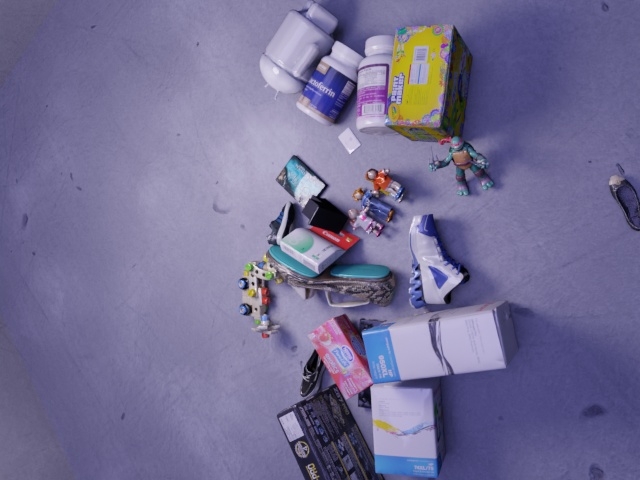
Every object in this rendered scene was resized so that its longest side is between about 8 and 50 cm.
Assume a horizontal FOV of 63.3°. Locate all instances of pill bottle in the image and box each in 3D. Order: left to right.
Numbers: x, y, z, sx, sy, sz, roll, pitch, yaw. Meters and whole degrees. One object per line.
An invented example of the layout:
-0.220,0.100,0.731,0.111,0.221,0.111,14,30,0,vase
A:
0.040,-0.555,1.842,0.153,0.153,0.264,38,106,23,pill bottle
0.208,-0.517,1.745,0.169,0.169,0.301,3,90,28,pill bottle

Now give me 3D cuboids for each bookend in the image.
-0.011,-0.104,1.839,0.156,0.157,0.072,42,109,42,bookend

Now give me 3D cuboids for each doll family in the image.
0.192,-0.148,1.798,0.163,0.118,0.263,36,124,17,doll family

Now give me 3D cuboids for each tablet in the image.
0.105,-0.363,1.888,0.054,0.006,0.083,-39,73,22,tablet

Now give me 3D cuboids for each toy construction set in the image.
-0.214,0.205,1.982,0.215,0.151,0.327,-1,78,27,toy construction set

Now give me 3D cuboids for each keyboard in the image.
0.160,0.435,1.840,0.202,0.033,0.317,2,89,22,keyboard

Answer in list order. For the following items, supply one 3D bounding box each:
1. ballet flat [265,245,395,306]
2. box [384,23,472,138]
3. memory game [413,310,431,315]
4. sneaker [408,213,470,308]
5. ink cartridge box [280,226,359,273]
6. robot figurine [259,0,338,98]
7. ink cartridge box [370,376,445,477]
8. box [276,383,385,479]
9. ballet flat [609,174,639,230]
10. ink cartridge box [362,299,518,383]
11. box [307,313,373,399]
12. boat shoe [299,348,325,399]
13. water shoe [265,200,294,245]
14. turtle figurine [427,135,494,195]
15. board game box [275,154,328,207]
0.024,0.147,1.836,0.483,0.164,0.182,11,118,19,ballet flat
0.342,-0.471,1.612,0.177,0.279,0.289,8,93,27,box
0.367,0.328,1.742,0.186,0.012,0.186,-1,89,28,memory game
0.388,0.069,1.681,0.182,0.127,0.315,1,97,24,sneaker
0.000,0.000,1.820,0.181,0.225,0.056,30,144,29,ink cartridge box
-0.085,-0.681,1.881,0.353,0.200,0.300,-52,28,18,robot figurine
0.284,0.581,1.668,0.197,0.198,0.270,-4,88,20,ink cartridge box
0.045,0.704,1.735,0.097,0.318,0.394,-35,75,24,box
0.868,-0.109,1.461,0.057,0.049,0.173,-27,77,24,ballet flat
0.369,0.303,1.573,0.395,0.285,0.166,-15,84,26,ink cartridge box
0.087,0.394,1.785,0.123,0.128,0.256,-37,76,18,box
-0.035,0.484,1.911,0.078,0.070,0.219,29,100,42,boat shoe
-0.152,-0.070,1.930,0.080,0.073,0.203,-1,47,16,water shoe
0.438,-0.240,1.593,0.175,0.234,0.118,1,56,39,turtle figurine
-0.074,-0.219,1.970,0.186,0.026,0.126,44,108,21,board game box
